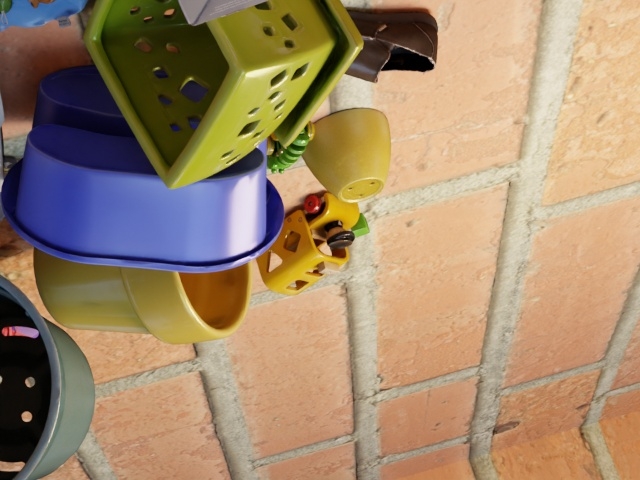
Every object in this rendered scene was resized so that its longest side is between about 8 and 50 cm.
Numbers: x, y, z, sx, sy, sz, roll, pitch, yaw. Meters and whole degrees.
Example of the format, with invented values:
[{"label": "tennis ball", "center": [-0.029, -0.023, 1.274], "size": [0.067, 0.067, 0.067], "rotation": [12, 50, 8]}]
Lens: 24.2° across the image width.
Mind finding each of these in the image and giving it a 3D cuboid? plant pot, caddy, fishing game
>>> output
[{"label": "plant pot", "center": [-0.473, 0.210, 2.053], "size": [0.341, 0.341, 0.334], "rotation": [-20, 171, 5]}, {"label": "plant pot", "center": [0.045, -0.110, 2.108], "size": [0.134, 0.095, 0.134], "rotation": [-14, 155, -7]}, {"label": "caddy", "center": [-0.209, -0.073, 1.790], "size": [0.341, 0.241, 0.179], "rotation": [6, 128, -5]}, {"label": "fishing game", "center": [-0.321, -0.276, 1.609], "size": [0.264, 0.041, 0.189], "rotation": [-26, 152, 20]}, {"label": "plant pot", "center": [-0.252, 0.024, 2.051], "size": [0.239, 0.254, 0.254], "rotation": [-9, 159, 21]}, {"label": "plant pot", "center": [-0.097, -0.221, 1.642], "size": [0.207, 0.228, 0.227], "rotation": [-15, 157, -37]}]

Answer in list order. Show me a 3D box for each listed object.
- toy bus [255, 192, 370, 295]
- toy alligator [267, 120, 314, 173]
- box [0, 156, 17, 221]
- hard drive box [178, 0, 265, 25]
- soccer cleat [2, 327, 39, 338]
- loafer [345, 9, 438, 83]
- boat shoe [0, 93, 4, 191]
[{"label": "toy bus", "center": [-0.005, 0.007, 2.301], "size": [0.191, 0.104, 0.202], "rotation": [-14, 155, -8]}, {"label": "toy alligator", "center": [-0.056, -0.119, 2.077], "size": [0.056, 0.051, 0.189], "rotation": [0, 150, -31]}, {"label": "box", "center": [-0.520, -0.032, 1.951], "size": [0.183, 0.059, 0.233], "rotation": [3, 148, -39]}, {"label": "hard drive box", "center": [-0.075, -0.342, 1.404], "size": [0.181, 0.232, 0.089], "rotation": [-19, 154, 2]}, {"label": "soccer cleat", "center": [-0.537, 0.152, 2.295], "size": [0.248, 0.083, 0.095], "rotation": [-8, 149, -13]}, {"label": "loafer", "center": [0.055, -0.239, 1.872], "size": [0.220, 0.078, 0.080], "rotation": [-9, 153, -18]}, {"label": "boat shoe", "center": [-0.416, -0.130, 1.772], "size": [0.079, 0.095, 0.254], "rotation": [-9, 159, -14]}]
